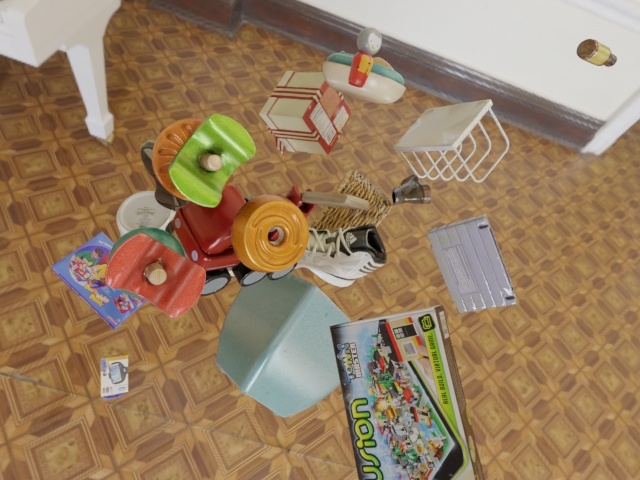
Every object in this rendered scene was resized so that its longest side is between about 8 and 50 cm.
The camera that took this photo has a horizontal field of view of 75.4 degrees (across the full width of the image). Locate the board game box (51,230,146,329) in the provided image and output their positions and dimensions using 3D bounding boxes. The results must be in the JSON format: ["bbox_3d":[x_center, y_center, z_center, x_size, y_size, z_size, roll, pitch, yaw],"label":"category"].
[{"bbox_3d":[-0.894,0.169,1.739,0.347,0.078,0.233,48,54,-8],"label":"board game box"}]

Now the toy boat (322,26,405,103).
[{"bbox_3d":[0.133,-0.510,1.225,0.267,0.148,0.318,18,12,3],"label":"toy boat"}]

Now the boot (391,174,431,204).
[{"bbox_3d":[0.261,-0.159,1.299,0.106,0.082,0.219,-7,16,-5],"label":"boot"}]

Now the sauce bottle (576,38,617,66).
[{"bbox_3d":[0.594,-0.397,0.885,0.128,0.042,0.042,-5,58,-38],"label":"sauce bottle"}]

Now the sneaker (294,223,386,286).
[{"bbox_3d":[-0.002,-0.011,1.138,0.447,0.257,0.169,19,57,-31],"label":"sneaker"}]

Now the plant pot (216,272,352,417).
[{"bbox_3d":[-0.086,0.234,0.936,0.252,0.247,0.248,-52,125,-15],"label":"plant pot"}]

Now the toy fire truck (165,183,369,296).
[{"bbox_3d":[-0.075,-0.028,0.611,0.217,0.246,0.159,-8,58,-49],"label":"toy fire truck"}]

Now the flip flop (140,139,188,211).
[{"bbox_3d":[-0.354,-0.148,1.007,0.112,0.277,0.080,18,59,9],"label":"flip flop"}]

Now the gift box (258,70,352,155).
[{"bbox_3d":[-0.061,-0.478,1.627,0.258,0.276,0.255,18,67,35],"label":"gift box"}]

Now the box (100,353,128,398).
[{"bbox_3d":[-0.667,0.442,1.338,0.081,0.028,0.136,0,85,-34],"label":"box"}]

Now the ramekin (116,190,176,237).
[{"bbox_3d":[-0.558,-0.065,1.353,0.207,0.109,0.207,3,61,-5],"label":"ramekin"}]

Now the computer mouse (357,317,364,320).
[{"bbox_3d":[0.243,0.423,1.863,0.041,0.071,0.242,23,6,-45],"label":"computer mouse"}]

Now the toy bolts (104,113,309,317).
[{"bbox_3d":[-0.156,-0.015,0.532,0.218,0.158,0.229,44,76,-30],"label":"toy bolts"}]

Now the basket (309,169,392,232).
[{"bbox_3d":[0.048,-0.095,1.395,0.223,0.299,0.213,22,25,-32],"label":"basket"}]

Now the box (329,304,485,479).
[{"bbox_3d":[0.083,0.175,0.397,0.036,0.114,0.207,9,67,-61],"label":"box"}]

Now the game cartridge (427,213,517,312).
[{"bbox_3d":[0.564,0.094,1.553,0.068,0.230,0.355,-38,107,-50],"label":"game cartridge"}]

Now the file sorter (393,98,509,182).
[{"bbox_3d":[0.417,-0.305,1.329,0.193,0.277,0.173,-48,117,-11],"label":"file sorter"}]

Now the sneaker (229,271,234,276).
[{"bbox_3d":[-0.347,0.067,1.530,0.110,0.122,0.283,15,6,41],"label":"sneaker"}]
